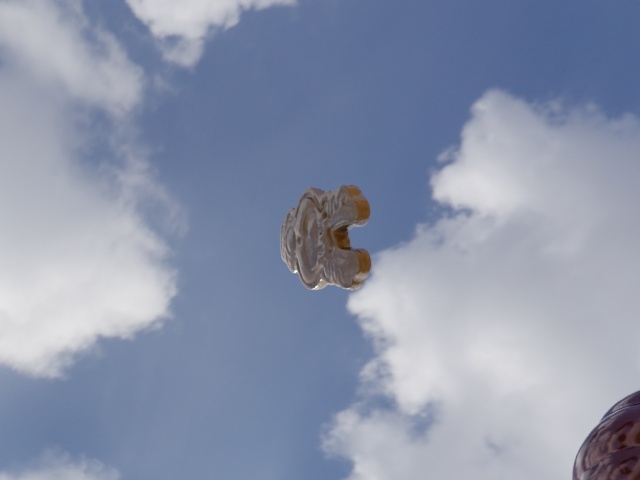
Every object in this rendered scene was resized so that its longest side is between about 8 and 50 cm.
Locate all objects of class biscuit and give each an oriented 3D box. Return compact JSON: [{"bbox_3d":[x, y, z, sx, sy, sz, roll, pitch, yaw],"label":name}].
[{"bbox_3d":[0.000,-0.003,1.313,0.040,0.236,0.144,7,-95,-30],"label":"biscuit"}]

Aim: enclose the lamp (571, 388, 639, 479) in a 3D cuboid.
[{"bbox_3d":[0.307,0.215,0.733,0.227,0.227,0.227,4,-102,-20],"label":"lamp"}]
